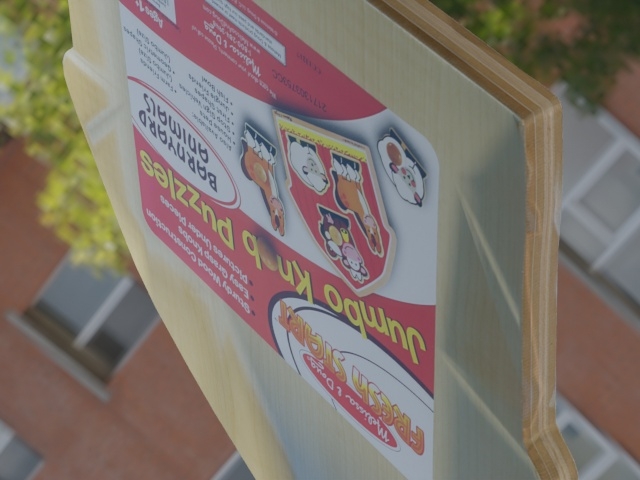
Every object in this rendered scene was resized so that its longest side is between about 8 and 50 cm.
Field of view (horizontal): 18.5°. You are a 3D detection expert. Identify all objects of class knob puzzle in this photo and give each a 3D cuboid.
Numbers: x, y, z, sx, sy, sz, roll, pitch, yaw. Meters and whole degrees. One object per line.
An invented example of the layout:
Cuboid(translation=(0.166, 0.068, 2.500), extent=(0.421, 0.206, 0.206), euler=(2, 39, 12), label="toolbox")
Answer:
Cuboid(translation=(0.000, 0.000, 0.467), extent=(0.030, 0.213, 0.213), euler=(-28, -112, -26), label="knob puzzle")
